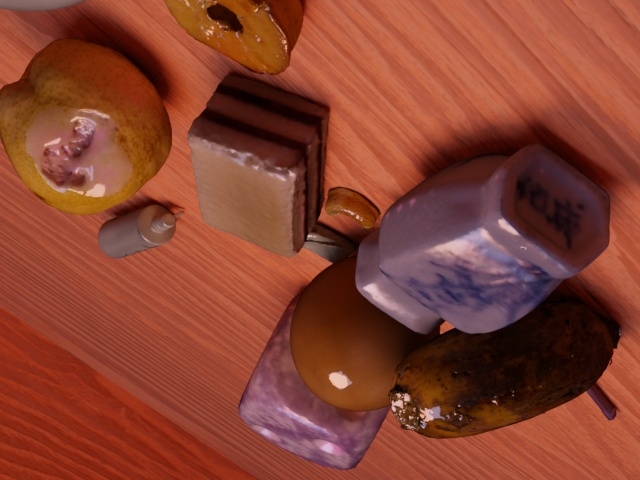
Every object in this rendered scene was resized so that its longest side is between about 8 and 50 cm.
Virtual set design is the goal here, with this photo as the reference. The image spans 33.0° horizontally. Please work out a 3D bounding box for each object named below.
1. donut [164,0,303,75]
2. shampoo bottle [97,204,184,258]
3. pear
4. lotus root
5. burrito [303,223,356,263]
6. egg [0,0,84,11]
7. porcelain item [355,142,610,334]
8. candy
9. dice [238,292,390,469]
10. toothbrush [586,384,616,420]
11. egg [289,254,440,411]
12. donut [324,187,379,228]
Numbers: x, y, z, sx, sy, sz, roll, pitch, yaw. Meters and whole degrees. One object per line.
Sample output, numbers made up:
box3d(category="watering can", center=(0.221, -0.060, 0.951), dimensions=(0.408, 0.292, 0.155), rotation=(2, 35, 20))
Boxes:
box3d(category="donut", center=(-0.103, -0.298, 1.366), dimensions=(0.190, 0.075, 0.174), rotation=(23, 157, 20))
box3d(category="shampoo bottle", center=(-0.362, -0.020, 2.173), dimensions=(0.085, 0.085, 0.262), rotation=(38, 154, -23))
box3d(category="pear", center=(-0.367, -0.177, 1.665), dimensions=(0.271, 0.271, 0.271), rotation=(23, 156, 11))
box3d(category="lotus root", center=(0.291, 0.197, 1.663), dimensions=(0.196, 0.397, 0.179), rotation=(-10, 97, 68))
box3d(category="burrito", center=(-0.001, 0.001, 1.888), dimensions=(0.118, 0.044, 0.074), rotation=(28, 154, -6))
box3d(category="egg", center=(-0.385, -0.381, 1.358), dimensions=(0.264, 0.183, 0.183), rotation=(18, 155, 5))
box3d(category="porcelain item", center=(0.214, 0.005, 1.509), dimensions=(0.242, 0.179, 0.405), rotation=(35, 153, -12))
box3d(category="candy", center=(-0.093, -0.104, 1.668), dimensions=(0.179, 0.135, 0.321), rotation=(25, 156, 9))
box3d(category="dice", center=(0.007, 0.284, 2.165), dimensions=(0.271, 0.270, 0.270), rotation=(27, 156, 2))
box3d(category="toothbrush", center=(0.444, 0.218, 1.882), dimensions=(0.029, 0.024, 0.354), rotation=(-7, 139, 39))
box3d(category="egg", center=(0.073, 0.158, 1.808), dimensions=(0.250, 0.322, 0.250), rotation=(5, 112, 12))
box3d(category="donut", center=(0.050, -0.048, 1.745), dimensions=(0.083, 0.038, 0.067), rotation=(40, 150, -22))
